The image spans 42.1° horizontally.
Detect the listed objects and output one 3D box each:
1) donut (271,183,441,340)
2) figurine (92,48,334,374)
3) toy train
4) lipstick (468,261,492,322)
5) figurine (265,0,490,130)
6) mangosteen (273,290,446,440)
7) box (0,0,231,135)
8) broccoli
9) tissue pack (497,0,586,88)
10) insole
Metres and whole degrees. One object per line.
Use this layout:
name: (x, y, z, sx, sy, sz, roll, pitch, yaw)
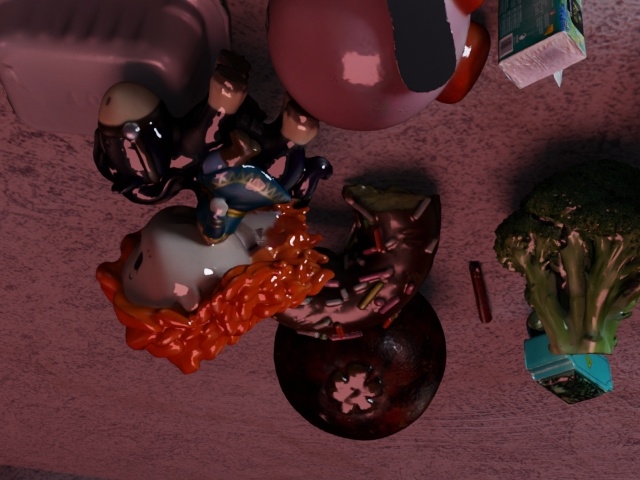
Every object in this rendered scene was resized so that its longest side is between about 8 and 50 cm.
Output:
donut: (0.000, 0.023, 1.260, 0.345, 0.136, 0.259, 13, 103, 2)
figurine: (-0.140, -0.034, 1.047, 0.306, 0.241, 0.412, -10, 126, -13)
toy train: (0.451, 0.207, 1.513, 0.107, 0.154, 0.198, -27, 132, 37)
lipstick: (0.288, 0.094, 1.495, 0.027, 0.027, 0.176, -3, 143, 16)
figurine: (0.065, -0.226, 0.897, 0.261, 0.211, 0.270, 5, 146, 4)
mangosteen: (0.071, 0.186, 1.497, 0.306, 0.359, 0.306, 2, 112, 4)
box: (-0.286, -0.218, 1.082, 0.336, 0.106, 0.264, 6, 147, 5)
broccoli: (0.392, 0.027, 1.170, 0.307, 0.275, 0.308, 4, 173, 1)
tissue pack: (0.253, -0.234, 0.935, 0.085, 0.111, 0.079, -23, 137, 38)
insole: (0.083, -0.258, 0.772, 0.086, 0.005, 0.253, -20, 118, -14)
